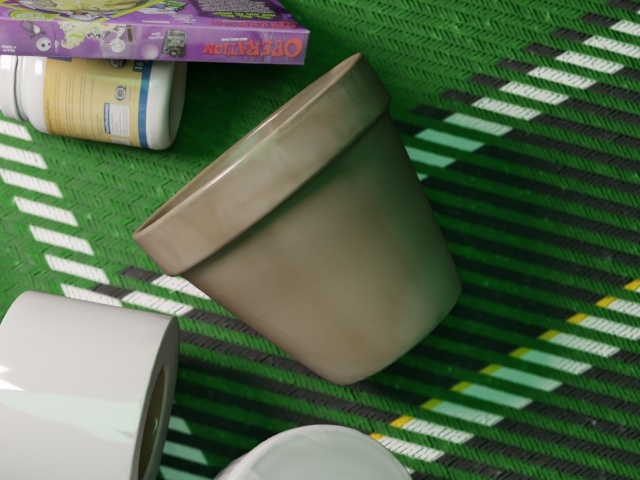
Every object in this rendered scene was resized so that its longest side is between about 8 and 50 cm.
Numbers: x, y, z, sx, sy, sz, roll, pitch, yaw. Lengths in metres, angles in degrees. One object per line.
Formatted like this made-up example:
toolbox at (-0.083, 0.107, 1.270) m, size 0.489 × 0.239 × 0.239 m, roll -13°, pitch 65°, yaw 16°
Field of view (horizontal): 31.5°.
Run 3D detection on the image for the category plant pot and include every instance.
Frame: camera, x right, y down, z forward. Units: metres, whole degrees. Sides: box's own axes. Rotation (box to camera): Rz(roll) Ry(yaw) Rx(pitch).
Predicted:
plant pot at (0.000, 0.000, 1.270) m, size 0.323 × 0.323 × 0.280 m, roll -39°, pitch 98°, yaw -7°

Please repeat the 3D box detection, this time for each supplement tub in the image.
supplement tub at (-0.268, -0.191, 1.359) m, size 0.199 × 0.144 × 0.144 m, roll 8°, pitch 79°, yaw 0°

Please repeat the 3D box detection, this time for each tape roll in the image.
tape roll at (-0.261, 0.187, 1.240) m, size 0.169 × 0.246 × 0.246 m, roll 11°, pitch 80°, yaw 1°

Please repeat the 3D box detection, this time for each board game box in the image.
board game box at (-0.209, -0.261, 1.298) m, size 0.346 × 0.208 × 0.056 m, roll -1°, pitch 115°, yaw -23°

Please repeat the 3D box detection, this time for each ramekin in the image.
ramekin at (-0.023, 0.339, 1.230) m, size 0.272 × 0.127 × 0.273 m, roll 9°, pitch 73°, yaw -30°
